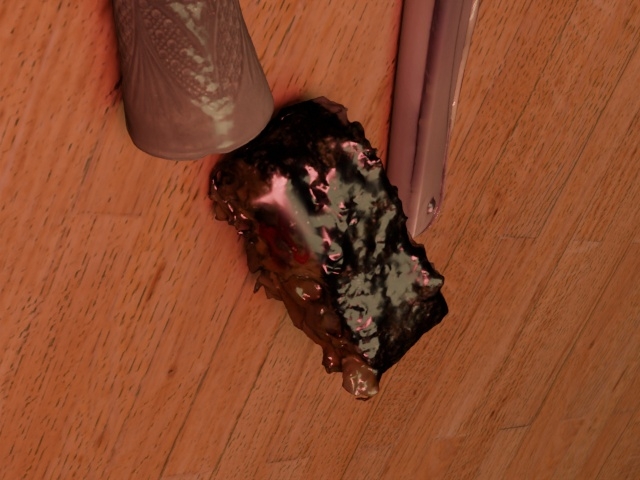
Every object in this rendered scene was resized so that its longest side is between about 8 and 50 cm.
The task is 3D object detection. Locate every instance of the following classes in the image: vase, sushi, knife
[{"bbox_3d":[-0.090,-0.160,0.725,0.096,0.096,0.219,-32,136,-23],"label":"vase"},{"bbox_3d":[0.000,0.000,0.927,0.115,0.147,0.212,-34,123,-11],"label":"sushi"},{"bbox_3d":[0.090,-0.115,0.987,0.073,0.040,0.266,-32,141,-40],"label":"knife"}]
